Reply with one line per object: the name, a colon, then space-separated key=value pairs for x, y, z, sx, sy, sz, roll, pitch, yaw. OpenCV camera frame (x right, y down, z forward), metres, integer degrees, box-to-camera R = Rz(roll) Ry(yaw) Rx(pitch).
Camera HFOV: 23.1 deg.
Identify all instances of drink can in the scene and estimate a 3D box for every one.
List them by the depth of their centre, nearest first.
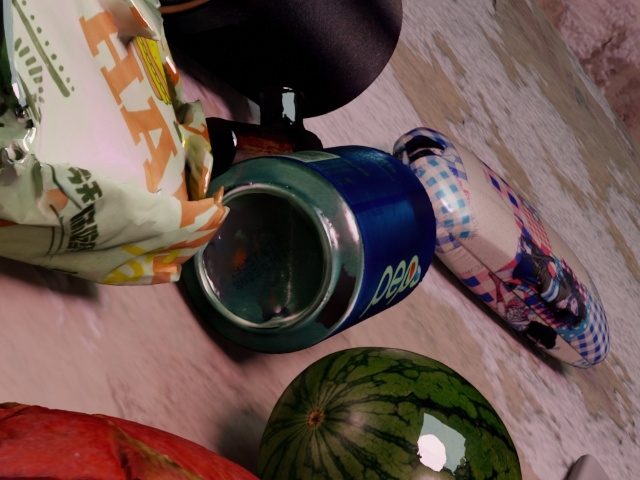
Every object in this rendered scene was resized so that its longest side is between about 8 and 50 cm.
drink can: x=0.000 y=0.000 z=0.977 sx=0.118 sy=0.118 sz=0.205 roll=59 pitch=21 yaw=6

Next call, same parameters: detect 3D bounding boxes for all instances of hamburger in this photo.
hamburger: x=-0.141 y=-0.091 z=0.776 sx=0.235 sy=0.125 sz=0.214 roll=68 pitch=16 yaw=17

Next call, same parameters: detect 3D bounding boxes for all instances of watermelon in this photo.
watermelon: x=0.046 y=0.136 z=0.851 sx=0.187 sy=0.141 sz=0.140 roll=41 pitch=25 yaw=-48

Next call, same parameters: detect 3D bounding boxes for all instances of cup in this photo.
cup: x=-0.059 y=-0.155 z=1.099 sx=0.166 sy=0.239 sz=0.177 roll=20 pitch=-12 yaw=36

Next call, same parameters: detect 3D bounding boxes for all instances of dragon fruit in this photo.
dragon fruit: x=-0.099 y=0.096 z=0.599 sx=0.161 sy=0.120 sz=0.127 roll=41 pitch=18 yaw=-23

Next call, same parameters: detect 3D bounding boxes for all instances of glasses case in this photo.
glasses case: x=0.170 y=0.011 z=1.425 sx=0.327 sy=0.076 sz=0.125 roll=39 pitch=28 yaw=-42

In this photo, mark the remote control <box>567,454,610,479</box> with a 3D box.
remote control: x=0.211 y=0.235 z=1.263 sx=0.067 sy=0.029 sz=0.261 roll=58 pitch=17 yaw=2
